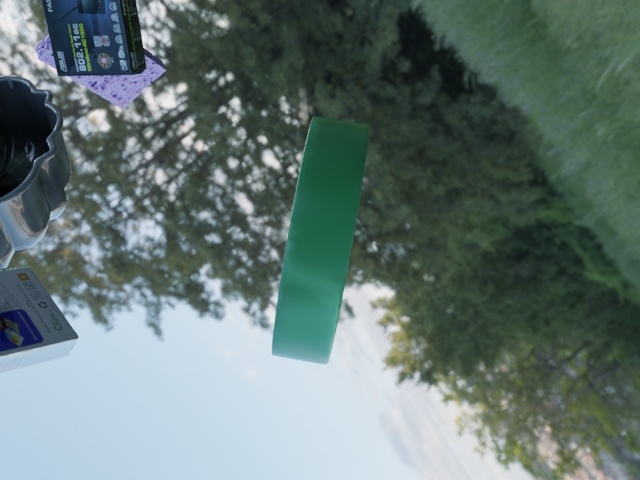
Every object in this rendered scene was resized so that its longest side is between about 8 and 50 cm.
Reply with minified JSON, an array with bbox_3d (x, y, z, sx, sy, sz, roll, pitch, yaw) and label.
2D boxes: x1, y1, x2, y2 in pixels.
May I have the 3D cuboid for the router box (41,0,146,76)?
[{"bbox_3d":[-0.245,-0.239,0.766,0.038,0.092,0.122,-62,-29,-62],"label":"router box"}]

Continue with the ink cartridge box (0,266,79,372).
[{"bbox_3d":[-0.583,0.139,1.125,0.176,0.069,0.371,48,-155,20],"label":"ink cartridge box"}]

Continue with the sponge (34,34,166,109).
[{"bbox_3d":[-0.375,-0.313,1.242,0.031,0.117,0.210,61,-165,26],"label":"sponge"}]

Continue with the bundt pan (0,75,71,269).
[{"bbox_3d":[-0.464,-0.066,0.896,0.124,0.331,0.331,80,167,-47],"label":"bundt pan"}]

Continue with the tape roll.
[{"bbox_3d":[0.000,0.000,0.950,0.321,0.077,0.321,-170,90,-89],"label":"tape roll"}]
